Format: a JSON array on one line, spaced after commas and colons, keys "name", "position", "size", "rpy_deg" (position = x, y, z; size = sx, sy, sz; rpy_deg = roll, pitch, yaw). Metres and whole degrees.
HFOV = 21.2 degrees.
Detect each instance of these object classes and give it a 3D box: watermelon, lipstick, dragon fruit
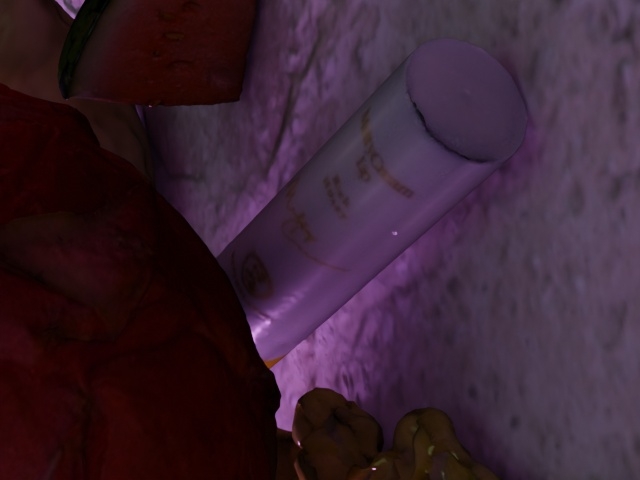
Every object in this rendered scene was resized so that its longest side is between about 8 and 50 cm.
[{"name": "watermelon", "position": [-0.078, -0.101, 0.864], "size": [0.094, 0.135, 0.125], "rpy_deg": [52, 148, -13]}, {"name": "lipstick", "position": [0.000, 0.000, 0.760], "size": [0.264, 0.059, 0.059], "rpy_deg": [-43, 56, 52]}, {"name": "dragon fruit", "position": [-0.157, 0.074, 0.722], "size": [0.277, 0.342, 0.277], "rpy_deg": [-41, 19, 17]}]

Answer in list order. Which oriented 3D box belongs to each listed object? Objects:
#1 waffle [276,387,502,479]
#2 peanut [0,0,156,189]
[{"name": "waffle", "position": [0.026, 0.218, 0.735], "size": [0.312, 0.060, 0.307], "rpy_deg": [20, 107, 58]}, {"name": "peanut", "position": [-0.166, 0.014, 0.973], "size": [0.153, 0.140, 0.325], "rpy_deg": [-170, 80, -76]}]
